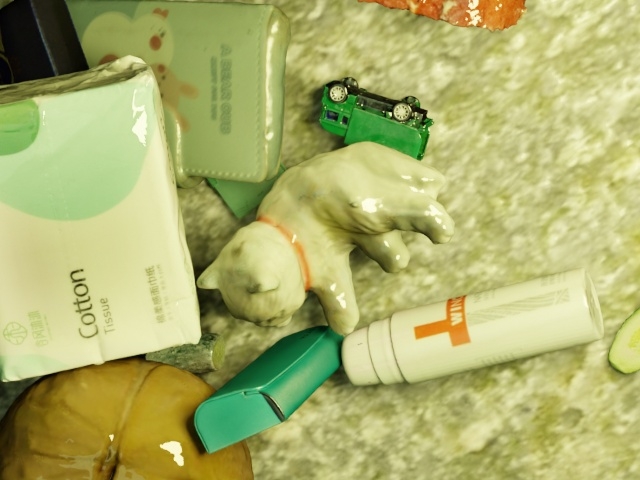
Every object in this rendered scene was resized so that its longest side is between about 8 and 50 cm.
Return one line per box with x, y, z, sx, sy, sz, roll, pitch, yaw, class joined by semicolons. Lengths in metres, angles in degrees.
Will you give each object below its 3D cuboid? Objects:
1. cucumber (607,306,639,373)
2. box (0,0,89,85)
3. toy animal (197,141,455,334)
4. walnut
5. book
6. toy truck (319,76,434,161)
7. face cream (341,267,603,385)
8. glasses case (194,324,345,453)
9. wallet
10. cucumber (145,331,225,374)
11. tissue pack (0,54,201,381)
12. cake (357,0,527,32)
0.413;0.121;1.676;0.067;0.035;0.107;38;115;-5;cucumber
-0.429;-0.223;1.802;0.259;0.071;0.168;-21;88;39;box
0.000;0.000;1.664;0.308;0.188;0.266;10;92;42;toy animal
-0.263;0.312;1.745;0.354;0.398;0.308;25;69;-3;walnut
-0.116;-0.109;1.799;0.103;0.017;0.135;-39;85;20;book
0.071;-0.160;1.709;0.147;0.065;0.079;21;109;11;toy truck
0.189;0.121;1.710;0.345;0.102;0.102;-15;96;17;face cream
-0.057;0.180;1.689;0.117;0.301;0.070;-25;91;19;glasses case
-0.205;-0.197;1.759;0.360;0.083;0.252;8;105;27;wallet
-0.189;0.163;1.856;0.112;0.064;0.064;-12;97;16;cucumber
-0.307;-0.031;1.646;0.266;0.194;0.356;-11;107;-5;tissue pack
0.135;-0.351;1.596;0.283;0.177;0.151;16;105;19;cake
